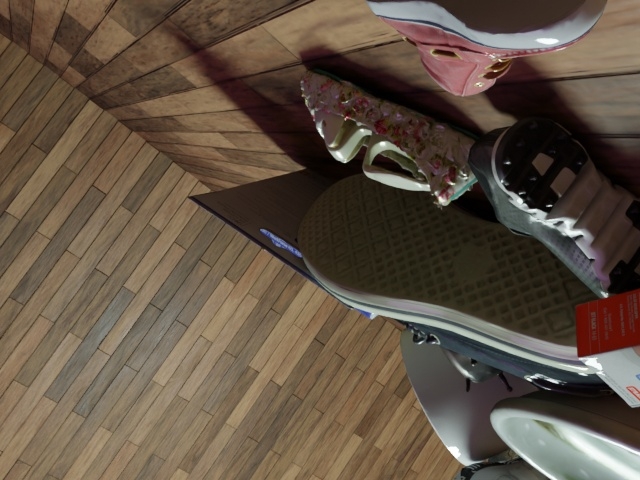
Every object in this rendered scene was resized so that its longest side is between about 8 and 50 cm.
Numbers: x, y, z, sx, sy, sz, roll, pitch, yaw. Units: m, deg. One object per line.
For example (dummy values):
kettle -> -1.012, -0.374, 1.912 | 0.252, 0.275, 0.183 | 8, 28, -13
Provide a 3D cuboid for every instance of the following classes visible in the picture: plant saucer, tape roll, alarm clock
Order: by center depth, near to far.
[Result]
plant saucer -> 0.397, 0.261, 0.804 | 0.400, 0.100, 0.400 | 30, 164, 10
alarm clock -> 0.190, 0.111, 0.951 | 0.129, 0.064, 0.192 | 37, -152, -40
tape roll -> 0.263, 0.219, 1.149 | 0.246, 0.169, 0.246 | 53, -162, -25

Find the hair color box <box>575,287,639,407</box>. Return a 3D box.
hair color box -> 0.287, 0.069, 0.517 | 0.167, 0.053, 0.093 | -25, 129, 39

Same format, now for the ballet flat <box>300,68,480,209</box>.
ballet flat -> 0.053, -0.105, 0.704 | 0.241, 0.077, 0.091 | 31, 173, 35

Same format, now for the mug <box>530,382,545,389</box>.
mug -> 0.301, 0.118, 0.905 | 0.097, 0.129, 0.158 | 36, -149, -39

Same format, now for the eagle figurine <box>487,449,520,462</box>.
eagle figurine -> 0.426, 0.331, 1.359 | 0.225, 0.226, 0.298 | 8, -164, 3

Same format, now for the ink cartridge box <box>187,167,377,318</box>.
ink cartridge box -> 0.000, 0.000, 1.083 | 0.303, 0.072, 0.307 | 33, -148, 23

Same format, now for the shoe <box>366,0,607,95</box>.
shoe -> 0.101, -0.124, 0.407 | 0.081, 0.063, 0.178 | 38, 178, -37

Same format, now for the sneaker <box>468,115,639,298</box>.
sneaker -> 0.209, -0.017, 0.582 | 0.234, 0.078, 0.106 | 39, 178, -19

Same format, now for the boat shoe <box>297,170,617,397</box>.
boat shoe -> 0.155, 0.044, 0.827 | 0.500, 0.187, 0.156 | 21, 159, 46

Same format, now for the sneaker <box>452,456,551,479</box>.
sneaker -> 0.349, 0.377, 1.052 | 0.366, 0.210, 0.137 | 8, -118, -51
